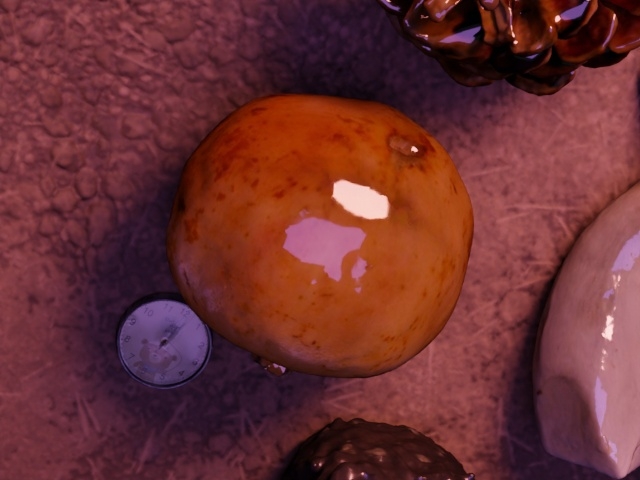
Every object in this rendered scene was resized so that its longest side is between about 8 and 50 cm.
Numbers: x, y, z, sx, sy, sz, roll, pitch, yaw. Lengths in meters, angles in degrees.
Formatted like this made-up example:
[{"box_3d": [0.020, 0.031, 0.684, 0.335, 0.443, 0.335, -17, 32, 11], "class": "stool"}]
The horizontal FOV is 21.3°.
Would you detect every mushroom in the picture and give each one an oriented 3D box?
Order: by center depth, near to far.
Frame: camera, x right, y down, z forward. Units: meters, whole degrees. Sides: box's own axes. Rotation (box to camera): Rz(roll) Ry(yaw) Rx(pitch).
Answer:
[{"box_3d": [0.248, 0.057, 1.439, 0.118, 0.103, 0.270, 15, 98, 26], "class": "mushroom"}]

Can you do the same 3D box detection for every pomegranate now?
[{"box_3d": [0.000, 0.000, 1.337, 0.248, 0.248, 0.248, -2, 105, -6], "class": "pomegranate"}]

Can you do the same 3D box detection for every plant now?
[{"box_3d": [0.050, 0.259, 1.410, 0.204, 0.234, 0.178, 16, 108, -16], "class": "plant"}]

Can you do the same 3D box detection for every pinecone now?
[{"box_3d": [0.144, -0.227, 1.276, 0.244, 0.309, 0.244, 2, 97, 20], "class": "pinecone"}]

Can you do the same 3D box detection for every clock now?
[{"box_3d": [-0.133, 0.086, 1.449, 0.085, 0.017, 0.085, -2, 104, -6], "class": "clock"}]
